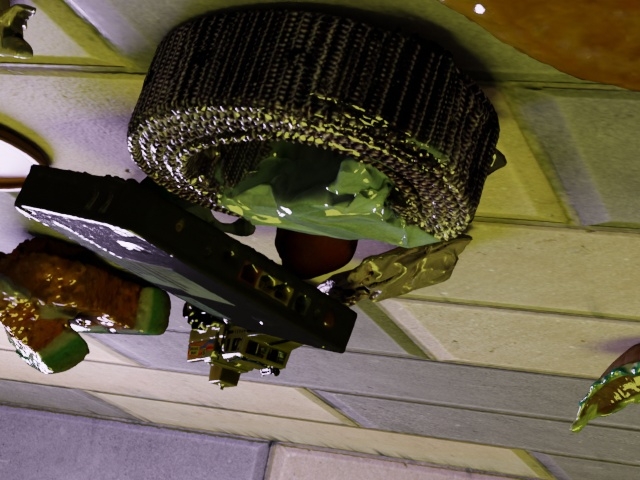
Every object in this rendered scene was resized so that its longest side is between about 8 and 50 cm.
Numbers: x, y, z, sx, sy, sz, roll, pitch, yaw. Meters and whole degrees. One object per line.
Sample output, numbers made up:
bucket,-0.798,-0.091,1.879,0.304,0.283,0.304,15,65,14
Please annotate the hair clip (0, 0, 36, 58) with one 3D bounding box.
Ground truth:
hair clip,-0.288,-0.172,1.195,0.062,0.056,0.214,3,179,-33

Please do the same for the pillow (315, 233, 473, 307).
pillow,0.072,0.042,1.578,0.135,0.049,0.248,-16,174,-20

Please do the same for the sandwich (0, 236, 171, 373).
sandwich,-0.365,0.102,1.967,0.250,0.162,0.301,1,164,20

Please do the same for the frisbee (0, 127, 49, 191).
frisbee,-0.418,-0.104,1.560,0.251,0.021,0.251,10,163,3

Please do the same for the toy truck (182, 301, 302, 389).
toy truck,-0.092,0.122,1.914,0.127,0.127,0.257,21,158,-25

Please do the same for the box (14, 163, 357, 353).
box,-0.133,0.023,1.482,0.211,0.058,0.350,12,165,46

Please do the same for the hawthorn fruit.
hawthorn fruit,0.000,0.000,1.536,0.093,0.081,0.081,-14,172,-20

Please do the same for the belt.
belt,-0.012,-0.083,1.172,0.325,0.122,0.260,-2,155,41

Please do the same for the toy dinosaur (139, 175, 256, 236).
toy dinosaur,-0.139,-0.036,1.508,0.129,0.076,0.383,23,158,-15

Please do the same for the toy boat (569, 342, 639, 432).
toy boat,0.428,0.175,1.783,0.108,0.099,0.293,23,153,-34

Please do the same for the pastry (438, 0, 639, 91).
pastry,0.164,-0.192,0.625,0.356,0.163,0.356,13,159,5
